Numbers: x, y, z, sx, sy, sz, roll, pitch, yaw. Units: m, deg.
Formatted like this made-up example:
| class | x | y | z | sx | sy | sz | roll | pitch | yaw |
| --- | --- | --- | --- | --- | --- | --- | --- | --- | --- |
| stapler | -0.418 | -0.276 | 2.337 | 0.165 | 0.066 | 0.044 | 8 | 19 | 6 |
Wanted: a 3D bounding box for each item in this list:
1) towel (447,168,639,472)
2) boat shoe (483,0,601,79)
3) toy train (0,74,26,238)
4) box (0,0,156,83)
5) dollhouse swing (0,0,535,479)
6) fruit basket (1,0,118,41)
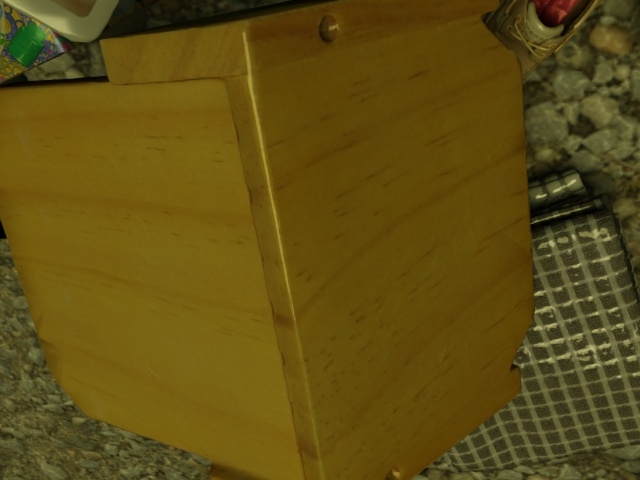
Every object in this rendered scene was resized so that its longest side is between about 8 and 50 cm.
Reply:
| class | x | y | z | sx | sy | sz | roll | pitch | yaw |
| --- | --- | --- | --- | --- | --- | --- | --- | --- | --- |
| towel | 0.199 | 0.095 | 0.712 | 0.235 | 0.121 | 0.284 | -18 | 115 | 22 |
| boat shoe | 0.177 | -0.182 | 0.586 | 0.063 | 0.059 | 0.170 | 32 | 122 | -6 |
| toy train | -0.428 | -0.069 | 0.766 | 0.334 | 0.142 | 0.190 | -5 | 107 | 19 |
| box | -0.255 | -0.271 | 0.507 | 0.177 | 0.279 | 0.290 | -17 | 116 | 21 |
| dollhouse swing | -0.048 | -0.008 | 0.594 | 0.305 | 0.315 | 0.347 | 14 | 121 | 49 |
| fruit basket | -0.146 | -0.308 | 0.259 | 0.327 | 0.165 | 0.353 | 30 | 95 | -20 |
